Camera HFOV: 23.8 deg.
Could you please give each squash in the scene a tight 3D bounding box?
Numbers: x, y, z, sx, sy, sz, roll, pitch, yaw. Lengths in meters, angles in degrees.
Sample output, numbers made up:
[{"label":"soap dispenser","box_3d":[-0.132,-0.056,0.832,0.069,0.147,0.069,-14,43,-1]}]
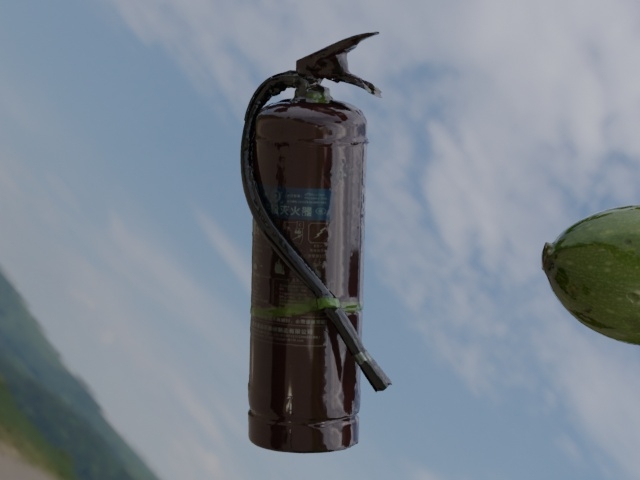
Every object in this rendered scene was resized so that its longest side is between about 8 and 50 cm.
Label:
[{"label":"squash","box_3d":[0.216,0.021,0.848,0.095,0.188,0.095,1,90,-89]}]

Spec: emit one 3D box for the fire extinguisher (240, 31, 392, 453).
[{"label":"fire extinguisher","box_3d":[0.000,0.000,1.245,0.141,0.341,0.105,6,8,27]}]
